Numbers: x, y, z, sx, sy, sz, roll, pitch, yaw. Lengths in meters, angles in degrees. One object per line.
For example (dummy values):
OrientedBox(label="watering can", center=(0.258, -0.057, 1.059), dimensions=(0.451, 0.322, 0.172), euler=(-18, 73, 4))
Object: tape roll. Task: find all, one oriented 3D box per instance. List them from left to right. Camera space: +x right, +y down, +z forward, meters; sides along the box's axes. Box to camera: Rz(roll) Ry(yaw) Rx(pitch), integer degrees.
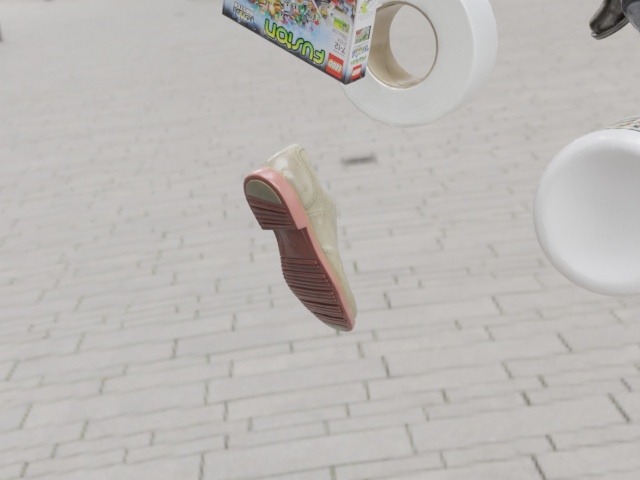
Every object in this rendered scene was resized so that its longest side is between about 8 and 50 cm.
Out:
OrientedBox(label="tape roll", center=(0.156, -0.341, 1.912), dimensions=(0.286, 0.286, 0.100), euler=(3, 18, 33))

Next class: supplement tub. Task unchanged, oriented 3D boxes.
OrientedBox(label="supplement tub", center=(0.467, -0.061, 1.649), dimensions=(0.235, 0.235, 0.325), euler=(1, 11, 27))

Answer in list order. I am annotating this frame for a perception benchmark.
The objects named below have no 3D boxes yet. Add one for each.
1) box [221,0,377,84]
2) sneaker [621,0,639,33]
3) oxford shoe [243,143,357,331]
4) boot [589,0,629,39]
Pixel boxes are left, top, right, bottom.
OrientedBox(label="box", center=(-0.027, -0.273, 1.271), dimensions=(0.207, 0.114, 0.036), euler=(34, 43, 30))
OrientedBox(label="sneaker", center=(0.409, -0.192, 1.278), dimensions=(0.153, 0.101, 0.268), euler=(-33, 62, -13))
OrientedBox(label="oxford shoe", center=(0.000, 0.000, 1.851), dimensions=(0.123, 0.348, 0.130), euler=(9, 44, 40))
OrientedBox(label="boot", center=(0.414, -0.457, 1.682), dimensions=(0.229, 0.263, 0.091), euler=(30, 36, -3))
